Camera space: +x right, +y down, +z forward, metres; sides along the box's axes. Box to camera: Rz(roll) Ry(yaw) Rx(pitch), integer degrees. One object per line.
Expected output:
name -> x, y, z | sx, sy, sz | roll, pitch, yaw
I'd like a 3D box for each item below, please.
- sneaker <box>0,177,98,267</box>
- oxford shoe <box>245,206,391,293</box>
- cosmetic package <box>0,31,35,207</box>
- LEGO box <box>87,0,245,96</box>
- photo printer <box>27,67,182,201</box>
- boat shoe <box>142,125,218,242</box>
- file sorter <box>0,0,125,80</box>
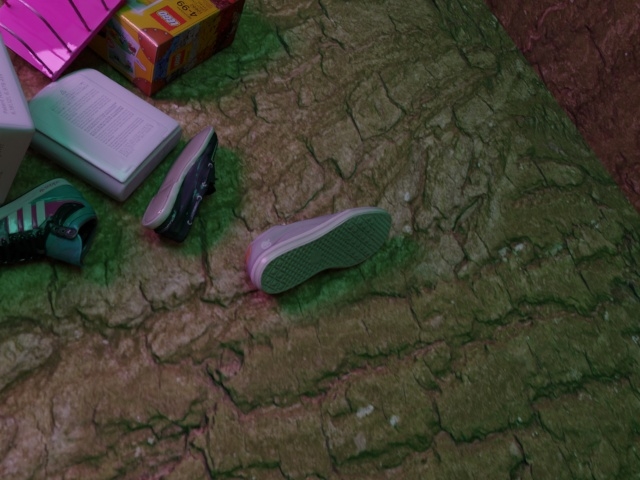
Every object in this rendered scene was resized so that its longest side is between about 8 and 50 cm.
sneaker -> -0.575, 0.008, 1.095 | 0.178, 0.124, 0.295 | 34, 53, 9
oxford shoe -> 0.000, 0.000, 1.342 | 0.449, 0.169, 0.130 | -20, 36, -33
cosmetic package -> -0.789, -0.227, 0.936 | 0.393, 0.329, 0.328 | -6, 63, -49
LEGO box -> -0.520, -0.694, 1.469 | 0.500, 0.193, 0.372 | 39, 54, 1
photo printer -> -0.529, -0.265, 1.273 | 0.307, 0.107, 0.256 | 32, 54, -4
boat shoe -> -0.310, -0.137, 1.300 | 0.113, 0.127, 0.340 | 44, 40, -32
file sorter -> -0.610, -0.557, 1.184 | 0.202, 0.182, 0.291 | 36, 81, 1
